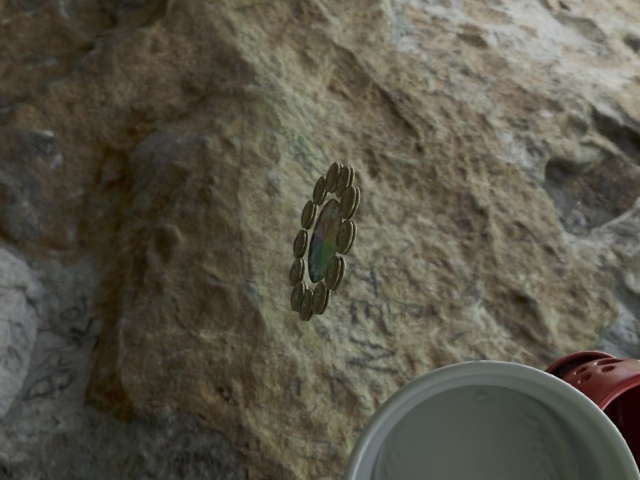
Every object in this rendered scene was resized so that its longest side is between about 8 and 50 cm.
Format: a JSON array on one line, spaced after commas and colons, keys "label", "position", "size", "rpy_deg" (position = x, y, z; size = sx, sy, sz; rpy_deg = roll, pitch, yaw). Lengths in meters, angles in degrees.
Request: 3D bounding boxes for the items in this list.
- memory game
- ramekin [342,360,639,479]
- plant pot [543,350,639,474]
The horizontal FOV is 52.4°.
[{"label": "memory game", "position": [0.000, 0.000, 0.735], "size": [0.012, 0.186, 0.186], "rpy_deg": [14, -143, -18]}, {"label": "ramekin", "position": [0.161, 0.255, 0.654], "size": [0.277, 0.278, 0.135], "rpy_deg": [17, 177, 6]}, {"label": "plant pot", "position": [0.373, 0.240, 0.823], "size": [0.191, 0.191, 0.174], "rpy_deg": [8, 180, -6]}]
